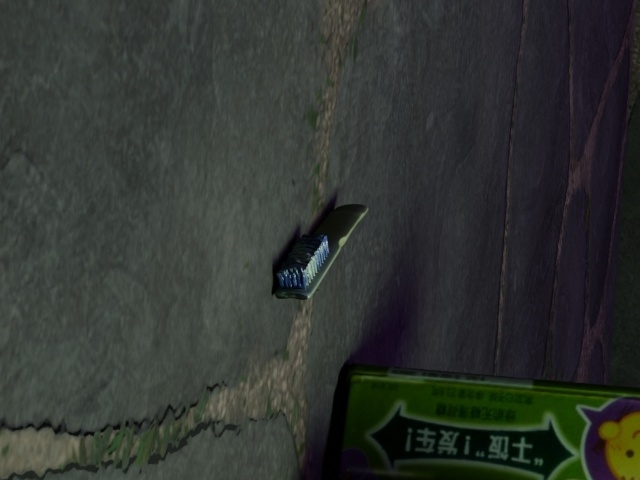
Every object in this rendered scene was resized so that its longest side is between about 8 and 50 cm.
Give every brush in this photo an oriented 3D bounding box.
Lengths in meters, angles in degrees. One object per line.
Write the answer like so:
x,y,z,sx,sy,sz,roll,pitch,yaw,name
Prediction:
0.000,0.000,1.481,0.178,0.033,0.030,-56,133,-59,brush

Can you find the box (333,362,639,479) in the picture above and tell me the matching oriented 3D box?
0.187,0.193,1.619,0.097,0.346,0.134,65,31,-68,box
